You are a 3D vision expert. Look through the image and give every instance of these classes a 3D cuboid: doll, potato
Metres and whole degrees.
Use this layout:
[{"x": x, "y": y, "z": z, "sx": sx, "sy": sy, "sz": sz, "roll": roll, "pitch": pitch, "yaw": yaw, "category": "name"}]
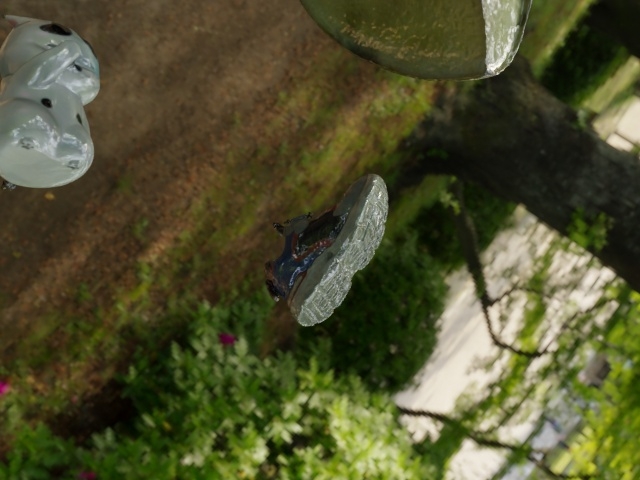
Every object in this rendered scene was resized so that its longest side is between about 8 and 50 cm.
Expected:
[{"x": -0.277, "y": -0.142, "z": 1.028, "sx": 0.110, "sy": 0.107, "sz": 0.180, "roll": 29, "pitch": 58, "yaw": -43, "category": "doll"}, {"x": 0.088, "y": -0.308, "z": 1.093, "sx": 0.112, "sy": 0.255, "sz": 0.269, "roll": -22, "pitch": 110, "yaw": -45, "category": "potato"}]

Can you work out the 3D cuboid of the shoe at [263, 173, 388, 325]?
[{"x": 0.000, "y": 0.000, "z": 1.385, "sx": 0.227, "sy": 0.126, "sz": 0.099, "roll": -58, "pitch": 149, "yaw": -13, "category": "shoe"}]
